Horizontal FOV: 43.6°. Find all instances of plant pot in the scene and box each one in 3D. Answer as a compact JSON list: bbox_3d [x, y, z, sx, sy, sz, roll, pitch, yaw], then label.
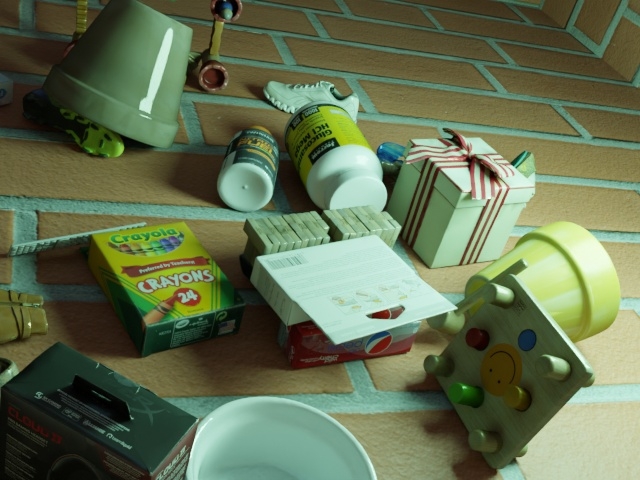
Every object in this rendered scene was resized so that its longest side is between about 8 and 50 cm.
[{"bbox_3d":[0.443,0.111,1.665,0.239,0.254,0.254,-17,45,-21],"label":"plant pot"},{"bbox_3d":[-0.440,-0.409,1.868,0.323,0.280,0.323,27,10,-5],"label":"plant pot"}]

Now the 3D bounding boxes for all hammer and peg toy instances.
[{"bbox_3d":[0.311,0.191,1.453,0.127,0.266,0.361,18,29,-35],"label":"hammer and peg toy"}]

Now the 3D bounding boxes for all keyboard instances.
[{"bbox_3d":[-0.466,-0.002,1.538,0.256,0.072,0.014,-12,85,-29],"label":"keyboard"}]

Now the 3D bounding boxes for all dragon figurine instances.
[{"bbox_3d":[0.185,-0.207,2.132,0.289,0.085,0.144,14,34,-3],"label":"dragon figurine"}]

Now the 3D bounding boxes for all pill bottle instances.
[{"bbox_3d":[-0.165,-0.183,1.897,0.130,0.130,0.245,13,33,-6],"label":"pill bottle"},{"bbox_3d":[0.038,-0.185,1.941,0.188,0.188,0.334,2,36,-23],"label":"pill bottle"}]

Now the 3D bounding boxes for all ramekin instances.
[{"bbox_3d":[-0.068,0.368,1.129,0.277,0.135,0.277,13,34,-9],"label":"ramekin"}]

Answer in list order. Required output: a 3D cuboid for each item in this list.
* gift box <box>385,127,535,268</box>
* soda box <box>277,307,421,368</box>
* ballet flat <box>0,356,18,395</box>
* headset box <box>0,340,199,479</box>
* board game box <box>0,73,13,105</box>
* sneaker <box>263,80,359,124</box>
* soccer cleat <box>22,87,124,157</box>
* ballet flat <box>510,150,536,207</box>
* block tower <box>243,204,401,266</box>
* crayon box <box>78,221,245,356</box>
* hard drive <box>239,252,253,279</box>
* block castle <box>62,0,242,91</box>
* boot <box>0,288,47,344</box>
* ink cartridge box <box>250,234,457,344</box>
[{"bbox_3d":[0.315,-0.099,1.879,0.276,0.258,0.255,-9,41,-35],"label":"gift box"},{"bbox_3d":[0.055,0.171,1.524,0.263,0.083,0.092,-4,37,-28],"label":"soda box"},{"bbox_3d":[-0.596,0.171,1.206,0.316,0.106,0.107,17,33,0],"label":"ballet flat"},{"bbox_3d":[-0.289,0.283,1.013,0.218,0.293,0.110,26,34,12],"label":"headset box"},{"bbox_3d":[-0.959,-0.382,1.882,0.319,0.066,0.318,32,36,21],"label":"board game box"},{"bbox_3d":[-0.023,-0.416,2.317,0.292,0.118,0.110,21,35,7],"label":"sneaker"},{"bbox_3d":[-0.572,-0.288,1.900,0.289,0.093,0.121,27,32,15],"label":"soccer cleat"},{"bbox_3d":[0.528,-0.141,2.188,0.123,0.123,0.348,29,34,17],"label":"ballet flat"},{"bbox_3d":[0.000,0.000,1.642,0.335,0.097,0.091,-6,40,-35],"label":"block tower"},{"bbox_3d":[-0.308,0.066,1.515,0.202,0.081,0.318,-11,42,-35],"label":"crayon box"},{"bbox_3d":[-0.030,0.062,1.670,0.255,0.054,0.172,-16,46,-41],"label":"hard drive"},{"bbox_3d":[-0.462,-0.579,2.185,0.453,0.303,0.213,5,36,-16],"label":"block castle"},{"bbox_3d":[-0.554,0.100,1.365,0.152,0.073,0.197,-4,51,-28],"label":"boot"},{"bbox_3d":[0.060,0.102,1.490,0.296,0.066,0.261,-10,40,-35],"label":"ink cartridge box"}]
